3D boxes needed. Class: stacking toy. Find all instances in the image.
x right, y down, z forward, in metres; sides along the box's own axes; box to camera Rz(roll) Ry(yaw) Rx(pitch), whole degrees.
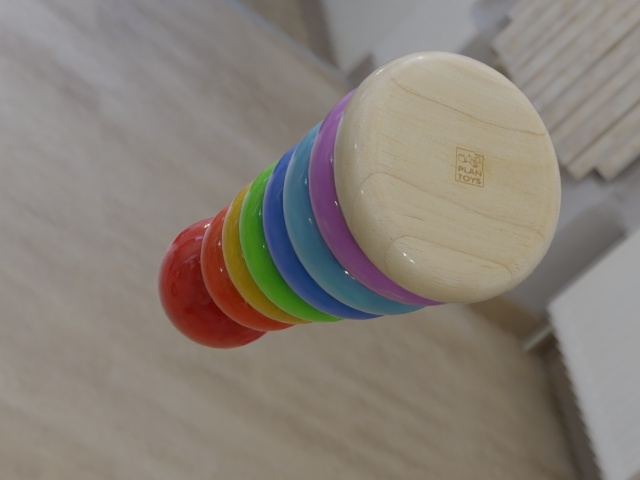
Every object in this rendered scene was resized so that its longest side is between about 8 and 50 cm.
[{"bbox_3d":[0.000,0.000,1.061,0.141,0.330,0.141,8,72,-27],"label":"stacking toy"}]
